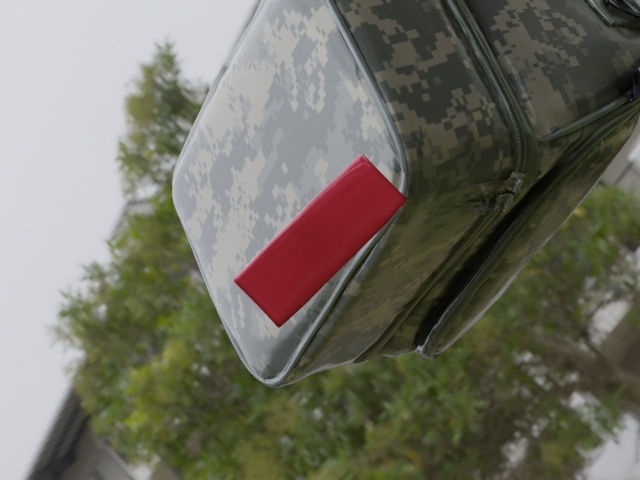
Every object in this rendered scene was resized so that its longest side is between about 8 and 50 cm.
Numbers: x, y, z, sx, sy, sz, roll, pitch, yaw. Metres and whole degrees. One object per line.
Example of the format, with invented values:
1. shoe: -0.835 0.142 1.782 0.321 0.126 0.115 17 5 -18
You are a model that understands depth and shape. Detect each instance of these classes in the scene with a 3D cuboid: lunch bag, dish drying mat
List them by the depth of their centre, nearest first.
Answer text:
1. dish drying mat: 0.000 0.000 0.626 0.083 0.032 0.008 -45 -4 4
2. lunch bag: 0.073 -0.057 0.965 0.256 0.213 0.305 -12 -30 -33
